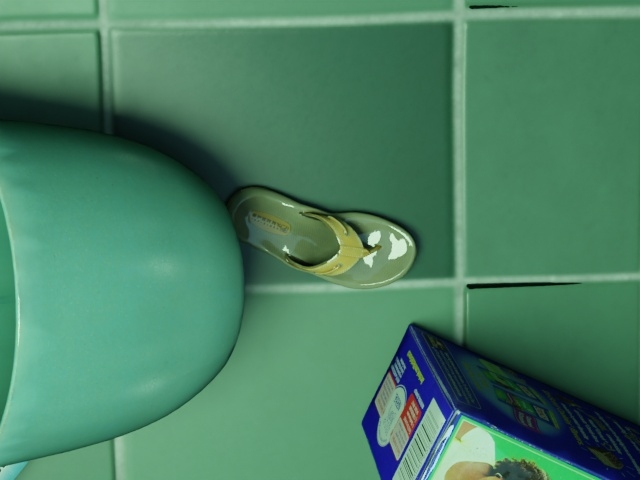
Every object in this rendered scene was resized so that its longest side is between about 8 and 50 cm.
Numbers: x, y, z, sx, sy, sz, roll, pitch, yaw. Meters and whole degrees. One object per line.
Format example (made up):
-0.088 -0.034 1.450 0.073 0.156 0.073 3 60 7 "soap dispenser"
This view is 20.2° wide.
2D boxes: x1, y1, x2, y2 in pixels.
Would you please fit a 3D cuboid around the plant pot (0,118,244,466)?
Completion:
-0.206 0.038 1.504 0.235 0.293 0.293 -3 101 -33 "plant pot"

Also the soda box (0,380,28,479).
-0.316 0.206 1.626 0.063 0.058 0.183 37 95 -22 "soda box"

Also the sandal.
0.000 0.000 1.634 0.180 0.049 0.072 18 97 -9 "sandal"

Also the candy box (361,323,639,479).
0.212 0.218 1.584 0.317 0.268 0.122 24 100 -10 "candy box"
